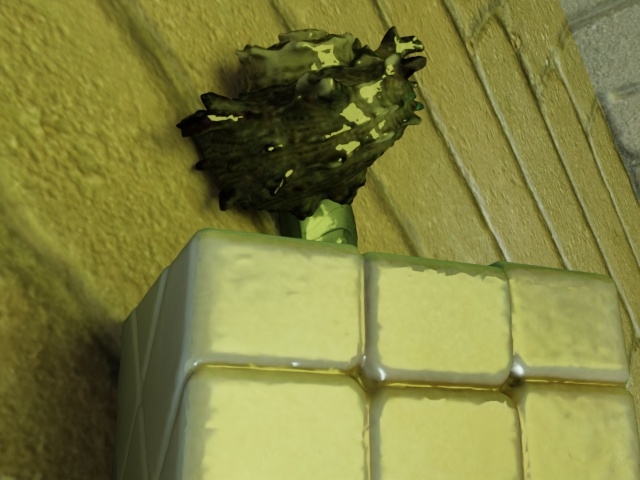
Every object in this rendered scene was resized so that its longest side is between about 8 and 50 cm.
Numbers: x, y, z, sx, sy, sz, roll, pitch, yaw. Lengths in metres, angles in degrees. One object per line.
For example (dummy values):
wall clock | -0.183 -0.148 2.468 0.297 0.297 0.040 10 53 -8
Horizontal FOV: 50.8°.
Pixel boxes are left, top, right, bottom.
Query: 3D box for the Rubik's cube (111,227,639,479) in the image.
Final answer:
Rubik's cube | 0.015 0.194 0.511 0.316 0.322 0.318 8 71 -23

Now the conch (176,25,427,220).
conch | -0.019 -0.158 0.759 0.313 0.241 0.186 -44 149 -24

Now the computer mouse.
computer mouse | 0.004 -0.003 0.833 0.113 0.068 0.228 -1 80 -49
